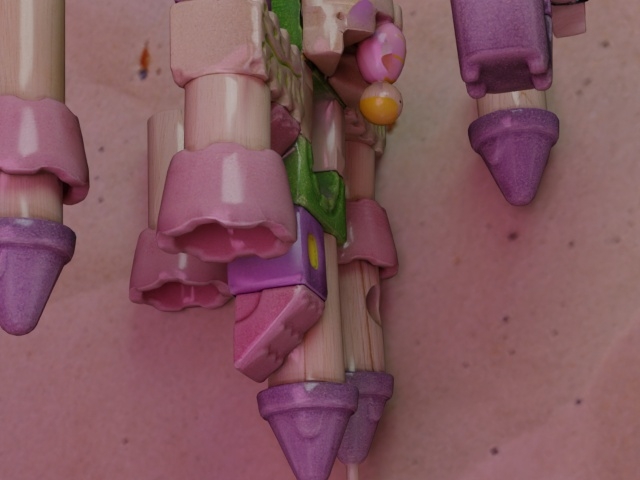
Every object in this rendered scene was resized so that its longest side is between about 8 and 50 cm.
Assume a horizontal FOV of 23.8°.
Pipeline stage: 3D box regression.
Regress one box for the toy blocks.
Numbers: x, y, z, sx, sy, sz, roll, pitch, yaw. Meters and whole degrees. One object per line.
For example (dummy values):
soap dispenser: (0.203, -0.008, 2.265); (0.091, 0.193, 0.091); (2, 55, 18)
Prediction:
toy blocks: (0.000, 0.000, 0.799); (0.309, 0.288, 0.260); (-8, 72, 15)
